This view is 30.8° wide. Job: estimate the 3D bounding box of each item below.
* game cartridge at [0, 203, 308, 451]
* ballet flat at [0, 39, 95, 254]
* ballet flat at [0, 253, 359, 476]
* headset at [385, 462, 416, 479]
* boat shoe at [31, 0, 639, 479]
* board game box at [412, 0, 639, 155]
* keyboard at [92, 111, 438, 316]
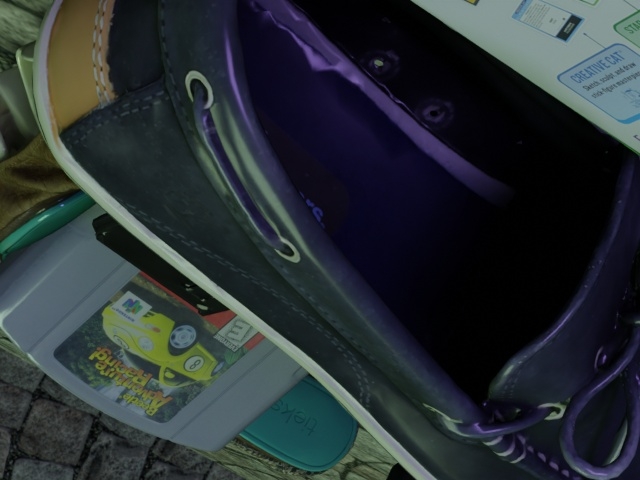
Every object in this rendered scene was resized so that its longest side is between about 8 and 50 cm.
[{"bbox_3d":[-0.144,0.077,1.056,0.294,0.196,0.060,38,-159,-32],"label":"game cartridge"},{"bbox_3d":[-0.180,-0.076,0.815,0.124,0.116,0.342,61,151,-8],"label":"ballet flat"},{"bbox_3d":[-0.162,0.098,1.211,0.483,0.164,0.182,36,176,-32],"label":"ballet flat"},{"bbox_3d":[0.232,0.344,1.168,0.394,0.185,0.243,11,151,27],"label":"headset"},{"bbox_3d":[0.098,0.026,0.553,0.500,0.186,0.156,37,155,-23],"label":"boat shoe"},{"bbox_3d":[0.073,-0.143,0.333,0.317,0.064,0.242,31,162,-13],"label":"board game box"},{"bbox_3d":[0.009,0.004,0.765,0.317,0.033,0.201,-15,136,44],"label":"keyboard"}]
